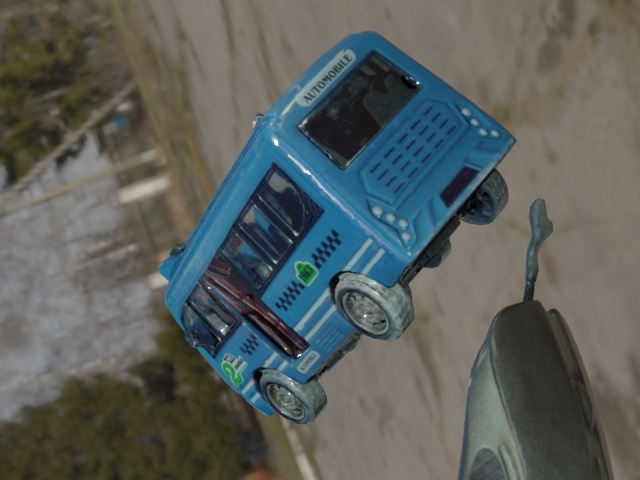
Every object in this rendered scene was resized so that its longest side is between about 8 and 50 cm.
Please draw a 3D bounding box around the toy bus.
[{"bbox_3d":[0.000,0.000,0.791,0.134,0.113,0.246,41,148,2],"label":"toy bus"}]

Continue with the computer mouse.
[{"bbox_3d":[0.159,0.154,0.981,0.167,0.090,0.379,20,-108,-56],"label":"computer mouse"}]
